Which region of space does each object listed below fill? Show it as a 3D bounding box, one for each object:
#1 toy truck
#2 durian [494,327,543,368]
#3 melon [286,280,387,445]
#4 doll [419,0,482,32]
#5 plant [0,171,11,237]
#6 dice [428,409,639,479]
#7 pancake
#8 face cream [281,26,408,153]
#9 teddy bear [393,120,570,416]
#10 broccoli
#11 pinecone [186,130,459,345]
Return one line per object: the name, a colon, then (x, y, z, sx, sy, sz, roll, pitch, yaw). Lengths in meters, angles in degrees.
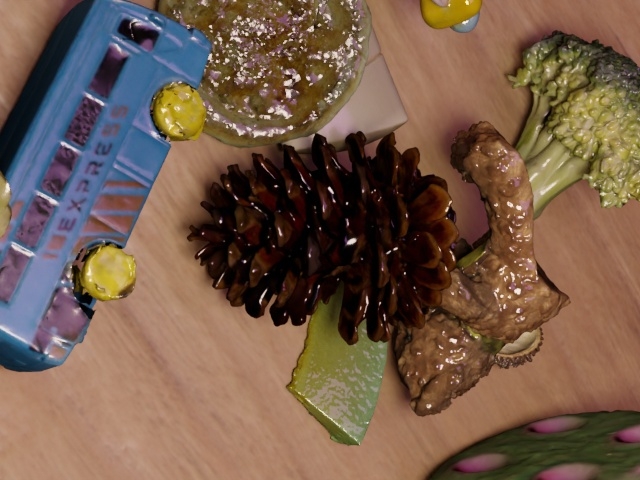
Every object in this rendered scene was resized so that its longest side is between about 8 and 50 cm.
toy truck: (-0.245, -0.062, 1.533, 0.162, 0.161, 0.384, 31, 70, -23)
durian: (0.242, 0.131, 1.967, 0.130, 0.052, 0.066, -19, 96, -37)
melon: (0.023, 0.108, 1.814, 0.114, 0.053, 0.261, 13, 75, -18)
doll: (0.078, -0.429, 1.778, 0.365, 0.187, 0.376, 51, 49, -28)
plant: (-0.370, -0.108, 1.372, 0.297, 0.261, 0.305, -15, 108, -38)
dice: (0.326, 0.397, 1.842, 0.322, 0.330, 0.318, -19, 101, -39)
pancake: (-0.066, -0.220, 1.687, 0.254, 0.037, 0.253, -2, 102, -8)
face cream: (-0.027, -0.259, 1.759, 0.173, 0.081, 0.348, -30, 106, -29)
teddy bear: (0.163, 0.030, 1.826, 0.223, 0.246, 0.296, -20, 99, 6)
broccoli: (0.337, -0.123, 1.984, 0.243, 0.247, 0.263, -45, 74, 2)
pinecone: (0.001, 0.000, 1.675, 0.292, 0.246, 0.246, -3, 89, -17)
